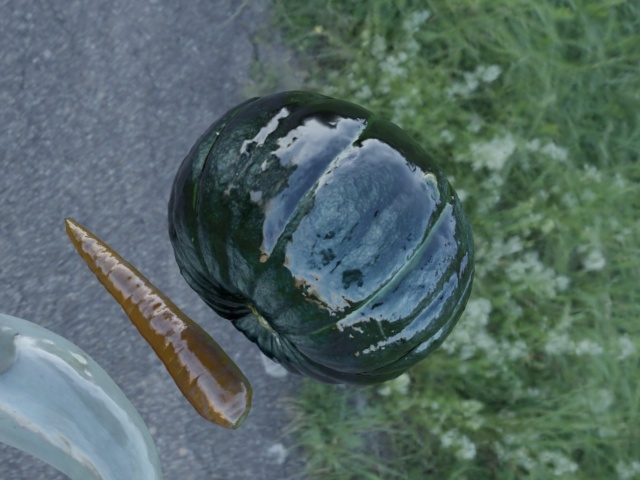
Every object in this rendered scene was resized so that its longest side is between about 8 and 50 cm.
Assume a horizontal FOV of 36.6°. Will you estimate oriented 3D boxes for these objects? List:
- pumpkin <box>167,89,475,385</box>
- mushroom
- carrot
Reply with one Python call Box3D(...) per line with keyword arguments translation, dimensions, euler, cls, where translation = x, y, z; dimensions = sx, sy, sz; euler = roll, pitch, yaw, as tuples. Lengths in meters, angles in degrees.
Box3D(translation=(0.000, 0.000, 0.669), dimensions=(0.220, 0.220, 0.162), euler=(47, 64, -15), cls="pumpkin")
Box3D(translation=(-0.217, 0.166, 0.838), dimensions=(0.270, 0.103, 0.118), euler=(39, 82, 11), cls="mushroom")
Box3D(translation=(-0.129, 0.059, 0.753), dimensions=(0.216, 0.048, 0.048), euler=(47, 48, 10), cls="carrot")
